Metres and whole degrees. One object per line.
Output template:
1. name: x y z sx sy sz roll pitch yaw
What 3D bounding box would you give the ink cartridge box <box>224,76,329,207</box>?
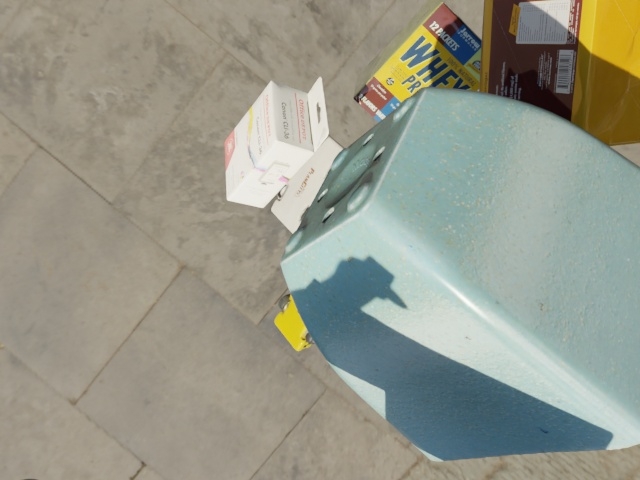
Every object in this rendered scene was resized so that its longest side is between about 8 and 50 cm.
1. ink cartridge box: -0.069 -0.149 0.982 0.067 0.198 0.115 12 55 -31

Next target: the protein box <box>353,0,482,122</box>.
1. protein box: 0.173 -0.283 1.122 0.136 0.201 0.200 41 111 -12

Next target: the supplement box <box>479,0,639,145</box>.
1. supplement box: 0.312 -0.226 0.846 0.129 0.194 0.191 -8 109 -23

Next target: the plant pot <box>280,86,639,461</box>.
1. plant pot: 0.119 0.015 0.593 0.252 0.248 0.247 38 57 -14

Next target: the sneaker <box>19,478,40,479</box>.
1. sneaker: -0.407 0.409 0.777 0.086 0.226 0.163 16 118 33

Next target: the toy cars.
1. toy cars: 0.000 0.000 1.204 0.177 0.087 0.393 -2 90 40
